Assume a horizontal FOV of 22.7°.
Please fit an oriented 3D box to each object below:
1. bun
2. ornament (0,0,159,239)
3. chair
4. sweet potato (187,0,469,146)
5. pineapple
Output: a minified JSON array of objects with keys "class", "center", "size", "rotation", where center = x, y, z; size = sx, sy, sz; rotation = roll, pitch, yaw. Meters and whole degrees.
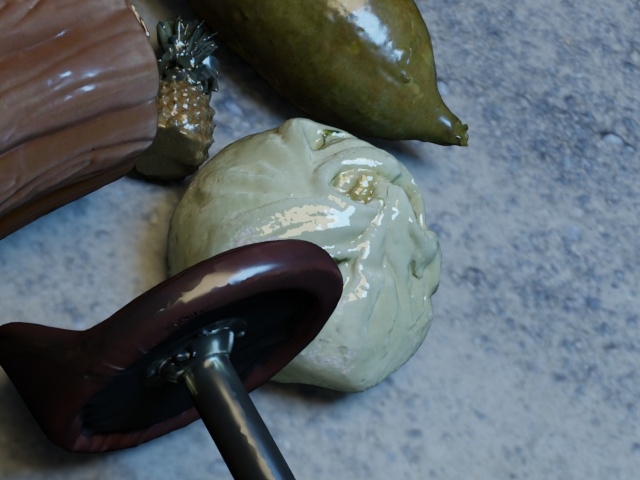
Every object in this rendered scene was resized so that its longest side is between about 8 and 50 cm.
[{"class":"bun","center":[0.000,0.000,1.189],"size":[0.231,0.133,0.231],"rotation":[14,49,-17]},{"class":"ornament","center":[-0.247,-0.092,1.106],"size":[0.217,0.221,0.235],"rotation":[-27,111,-42]},{"class":"chair","center":[-0.028,0.166,0.982],"size":[0.226,0.226,0.401],"rotation":[-18,66,-35]},{"class":"sweet potato","center":[-0.021,-0.204,1.320],"size":[0.158,0.158,0.370],"rotation":[-32,78,-39]},{"class":"pineapple","center":[-0.113,-0.120,1.268],"size":[0.074,0.074,0.159],"rotation":[18,43,-13]}]
